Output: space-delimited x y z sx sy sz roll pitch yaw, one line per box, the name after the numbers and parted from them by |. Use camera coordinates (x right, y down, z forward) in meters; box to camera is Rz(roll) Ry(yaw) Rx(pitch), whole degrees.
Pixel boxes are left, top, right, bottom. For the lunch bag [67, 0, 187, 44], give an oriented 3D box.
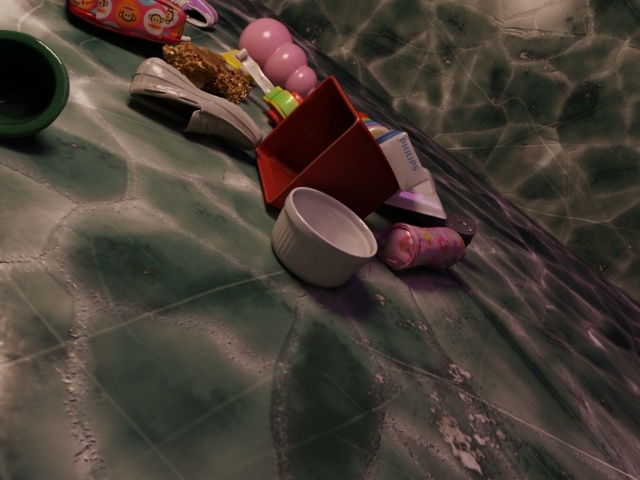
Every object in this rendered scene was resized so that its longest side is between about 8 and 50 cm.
-0.533 -0.646 1.396 0.293 0.120 0.258 6 29 -34 | lunch bag

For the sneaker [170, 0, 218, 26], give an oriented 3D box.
-0.530 -0.920 1.945 0.282 0.102 0.161 31 28 -11 | sneaker

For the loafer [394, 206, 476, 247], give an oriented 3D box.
0.336 -0.065 1.604 0.302 0.095 0.109 30 46 21 | loafer

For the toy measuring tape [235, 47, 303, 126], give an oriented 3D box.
-0.139 -0.446 1.544 0.330 0.121 0.121 52 23 -11 | toy measuring tape

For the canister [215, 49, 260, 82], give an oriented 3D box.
-0.284 -0.569 1.681 0.126 0.073 0.170 35 26 -3 | canister

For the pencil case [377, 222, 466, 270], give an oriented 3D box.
0.268 0.020 1.324 0.284 0.124 0.124 3 41 -51 | pencil case

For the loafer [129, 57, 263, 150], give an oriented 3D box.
-0.284 -0.290 1.182 0.319 0.112 0.112 27 62 -21 | loafer

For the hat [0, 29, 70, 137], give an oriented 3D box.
-0.515 -0.238 0.867 0.172 0.183 0.209 20 71 -18 | hat

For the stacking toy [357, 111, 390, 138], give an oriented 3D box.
0.173 -0.418 1.954 0.141 0.141 0.330 25 23 -24 | stacking toy

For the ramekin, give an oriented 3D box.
0.000 0.000 1.017 0.207 0.109 0.207 29 25 -15 | ramekin

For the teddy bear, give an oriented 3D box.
-0.318 -0.469 1.452 0.245 0.113 0.338 38 16 -14 | teddy bear

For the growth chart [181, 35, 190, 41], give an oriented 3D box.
-0.554 -0.731 1.677 0.237 0.021 0.172 37 24 -1 | growth chart

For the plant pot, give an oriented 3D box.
0.030 -0.177 1.215 0.235 0.267 0.267 38 20 -35 | plant pot

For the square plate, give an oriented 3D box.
0.218 -0.202 1.609 0.347 0.049 0.344 15 28 -5 | square plate

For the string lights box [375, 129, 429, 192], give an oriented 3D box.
0.207 -0.220 1.366 0.133 0.076 0.260 62 7 -12 | string lights box

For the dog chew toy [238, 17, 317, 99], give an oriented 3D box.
-0.144 -0.646 1.865 0.332 0.206 0.206 47 25 2 | dog chew toy
